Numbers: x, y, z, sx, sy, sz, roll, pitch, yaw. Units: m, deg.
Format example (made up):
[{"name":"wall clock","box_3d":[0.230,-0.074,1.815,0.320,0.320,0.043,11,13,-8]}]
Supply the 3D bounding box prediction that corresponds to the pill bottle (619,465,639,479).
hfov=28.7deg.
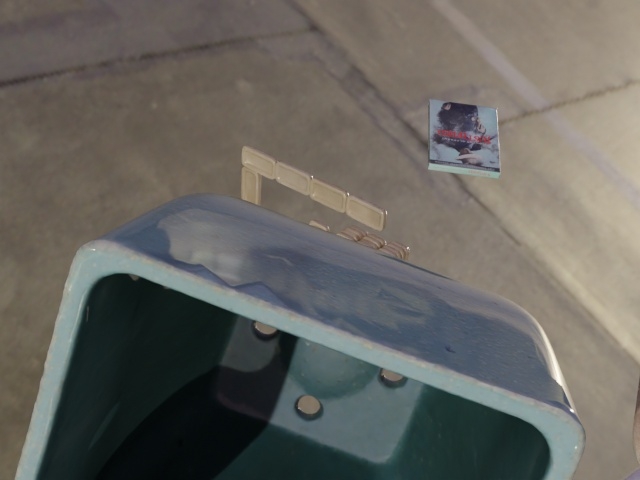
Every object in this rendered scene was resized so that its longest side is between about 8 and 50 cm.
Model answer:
[{"name":"pill bottle","box_3d":[0.375,0.402,1.128,0.229,0.229,0.407,-16,64,-52]}]

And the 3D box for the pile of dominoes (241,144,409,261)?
[{"name":"pile of dominoes","box_3d":[0.000,0.000,1.608,0.251,0.196,0.040,27,39,31]}]

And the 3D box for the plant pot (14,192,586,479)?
[{"name":"plant pot","box_3d":[-0.012,0.110,0.717,0.248,0.247,0.252,20,20,3]}]

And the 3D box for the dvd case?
[{"name":"dvd case","box_3d":[0.173,-0.124,1.511,0.087,0.013,0.119,8,47,-2]}]

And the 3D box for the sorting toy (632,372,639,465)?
[{"name":"sorting toy","box_3d":[0.281,0.071,0.704,0.193,0.038,0.208,5,36,16]}]
